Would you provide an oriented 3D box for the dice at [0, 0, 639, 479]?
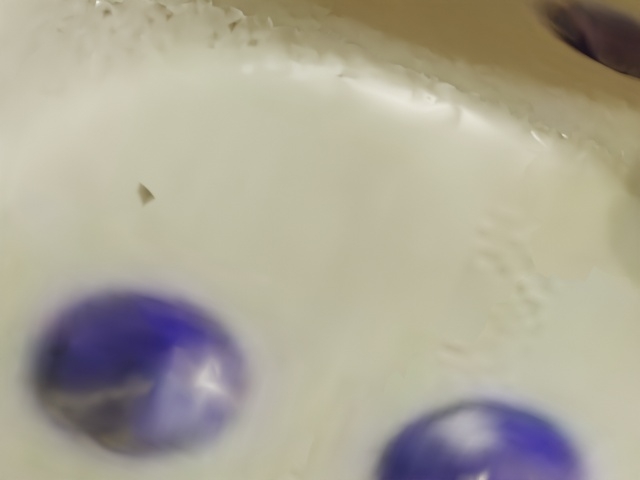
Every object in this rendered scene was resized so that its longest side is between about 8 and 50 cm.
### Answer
[{"bbox_3d":[0.000,0.000,0.692,0.277,0.304,0.304,-87,16,-59],"label":"dice"}]
